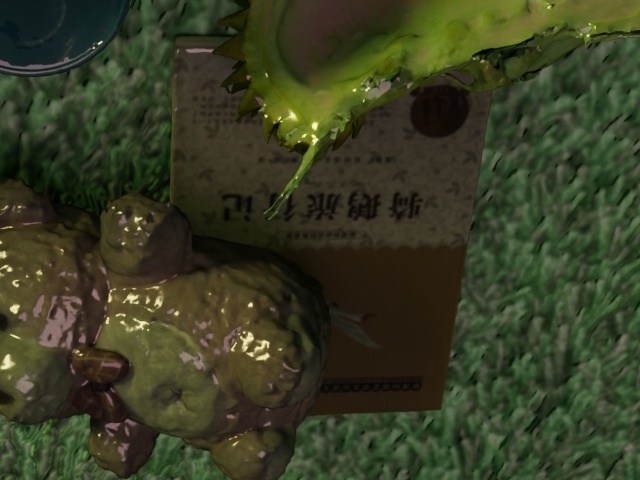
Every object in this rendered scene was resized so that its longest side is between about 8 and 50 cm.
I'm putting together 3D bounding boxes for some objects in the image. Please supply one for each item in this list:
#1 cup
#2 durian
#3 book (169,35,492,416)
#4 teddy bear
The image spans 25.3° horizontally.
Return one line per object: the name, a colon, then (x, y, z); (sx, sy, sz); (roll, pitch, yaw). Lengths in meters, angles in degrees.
cup: (-0.140, -0.177, 0.786); (0.177, 0.155, 0.131); (-14, 125, 1)
durian: (0.103, -0.156, 0.835); (0.356, 0.169, 0.157); (-21, 124, -2)
book: (0.000, 0.000, 1.010); (0.217, 0.021, 0.310); (-1, 123, -9)
teddy bear: (-0.125, 0.059, 0.933); (0.267, 0.151, 0.236); (11, 129, -8)
